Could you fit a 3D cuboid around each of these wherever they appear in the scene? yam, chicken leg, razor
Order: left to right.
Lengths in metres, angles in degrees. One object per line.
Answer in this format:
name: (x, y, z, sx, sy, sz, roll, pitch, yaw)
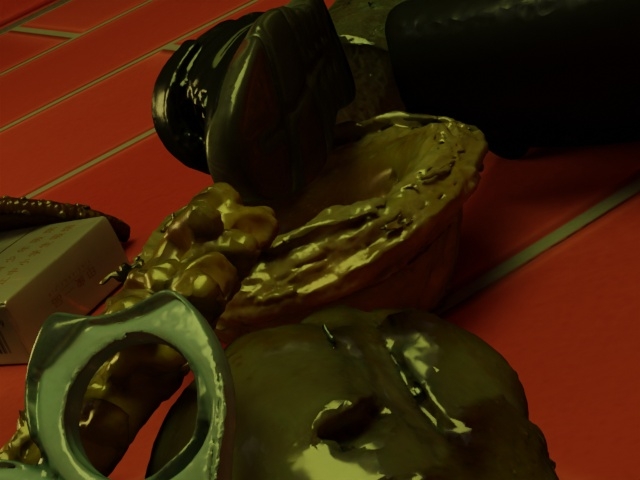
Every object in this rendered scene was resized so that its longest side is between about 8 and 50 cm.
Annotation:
yam: (0.065, -0.162, 1.341, 0.161, 0.161, 0.268, -12, 24, 27)
chicken leg: (0.057, 0.147, 0.632, 0.201, 0.152, 0.429, -43, 33, -14)
razor: (0.225, -0.141, 1.091, 0.349, 0.204, 0.113, -11, 67, 31)

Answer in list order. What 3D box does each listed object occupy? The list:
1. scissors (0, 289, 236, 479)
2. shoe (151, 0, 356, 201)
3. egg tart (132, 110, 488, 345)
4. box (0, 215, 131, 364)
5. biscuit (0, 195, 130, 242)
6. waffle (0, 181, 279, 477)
scissors: (-0.035, 0.160, 0.575, 0.360, 0.029, 0.191, 35, 85, 38)
shoe: (-0.060, -0.105, 1.074, 0.137, 0.114, 0.291, -17, 17, 14)
egg tart: (0.000, 0.000, 1.060, 0.288, 0.118, 0.288, -22, 21, 9)
box: (-0.302, 0.050, 1.326, 0.233, 0.067, 0.149, -6, 24, 36)
biscuit: (-0.289, -0.021, 1.390, 0.206, 0.025, 0.126, -1, -13, 13)
waffle: (-0.134, 0.103, 0.807, 0.293, 0.069, 0.260, -55, 2, 25)
